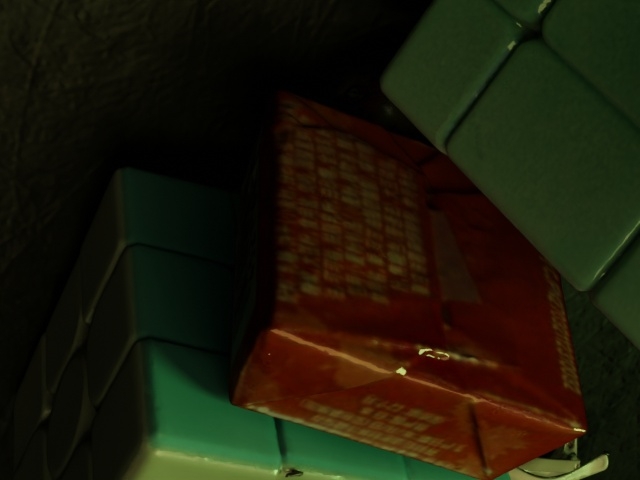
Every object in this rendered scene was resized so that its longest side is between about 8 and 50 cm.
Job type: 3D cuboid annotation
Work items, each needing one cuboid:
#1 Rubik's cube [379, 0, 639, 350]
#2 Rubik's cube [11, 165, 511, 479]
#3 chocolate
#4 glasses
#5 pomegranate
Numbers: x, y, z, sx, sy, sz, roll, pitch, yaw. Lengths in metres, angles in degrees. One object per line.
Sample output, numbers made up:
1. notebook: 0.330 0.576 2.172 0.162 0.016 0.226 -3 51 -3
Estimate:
1. Rubik's cube: 0.299 -0.117 0.961 0.319 0.322 0.316 7 124 -51
2. Rubik's cube: -0.062 0.163 1.081 0.292 0.290 0.291 14 127 -22
3. chocolate: 0.051 0.035 0.960 0.235 0.237 0.108 18 131 -19
4. glasses: 0.170 0.237 1.323 0.255 0.095 0.162 14 104 -18
5. pomegranate: 0.054 -0.079 1.094 0.130 0.130 0.130 -7 122 -12
